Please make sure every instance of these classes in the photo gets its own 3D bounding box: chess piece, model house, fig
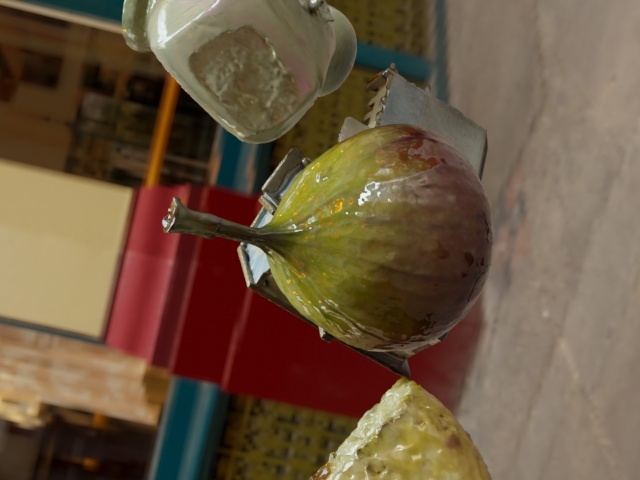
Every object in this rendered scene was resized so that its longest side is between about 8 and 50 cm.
[{"bbox_3d":[-0.078,-0.239,1.684,0.144,0.251,0.144,22,-90,-77],"label":"chess piece"},{"bbox_3d":[0.020,-0.004,1.397,0.206,0.178,0.271,-33,37,50],"label":"model house"},{"bbox_3d":[0.003,-0.002,1.047,0.143,0.230,0.160,-141,52,-79],"label":"fig"}]

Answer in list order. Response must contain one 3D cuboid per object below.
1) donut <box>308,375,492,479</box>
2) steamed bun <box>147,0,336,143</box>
[{"bbox_3d":[0.013,0.205,0.764,0.295,0.151,0.112,-47,-13,-20],"label":"donut"},{"bbox_3d":[-0.058,-0.197,1.416,0.152,0.170,0.239,-39,14,14],"label":"steamed bun"}]
